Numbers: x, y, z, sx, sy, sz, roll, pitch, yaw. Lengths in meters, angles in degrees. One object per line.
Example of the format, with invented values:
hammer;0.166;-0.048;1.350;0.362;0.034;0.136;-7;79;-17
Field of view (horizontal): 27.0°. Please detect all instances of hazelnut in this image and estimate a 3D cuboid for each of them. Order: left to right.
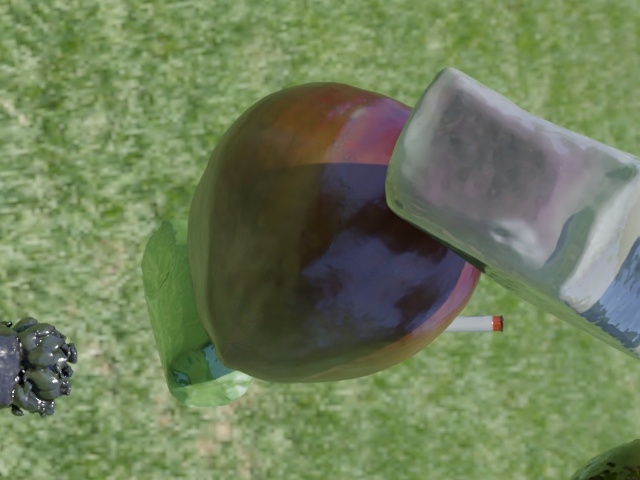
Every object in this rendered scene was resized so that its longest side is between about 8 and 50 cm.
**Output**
hazelnut;0.000;0.000;1.588;0.409;0.359;0.359;124;-20;-58

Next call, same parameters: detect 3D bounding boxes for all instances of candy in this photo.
candy;-0.179;0.094;1.916;0.343;0.132;0.142;-115;-160;-55
candy;0.220;-0.014;1.243;0.145;0.208;0.359;-60;151;1

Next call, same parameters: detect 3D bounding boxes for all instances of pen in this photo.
pen;0.157;0.123;1.942;0.026;0.218;0.026;-1;90;-85

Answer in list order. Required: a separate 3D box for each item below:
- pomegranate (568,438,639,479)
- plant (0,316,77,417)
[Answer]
pomegranate;0.331;0.324;1.481;0.231;0.286;0.230;-4;96;-39
plant;-0.300;0.118;1.245;0.143;0.092;0.094;3;89;-35
